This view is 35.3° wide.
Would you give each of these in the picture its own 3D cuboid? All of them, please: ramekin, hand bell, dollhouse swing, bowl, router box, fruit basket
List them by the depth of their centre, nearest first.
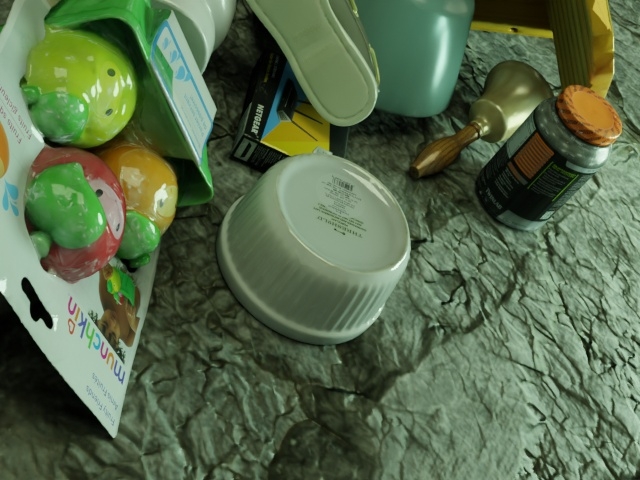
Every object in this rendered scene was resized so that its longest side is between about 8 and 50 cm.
[{"bbox_3d":[-0.199,-0.058,0.900,0.166,0.327,0.353,-10,46,11],"label":"fruit basket"},{"bbox_3d":[0.000,0.000,1.103,0.207,0.109,0.207,18,46,-19],"label":"ramekin"},{"bbox_3d":[-0.031,-0.149,1.256,0.133,0.046,0.178,24,44,-15],"label":"router box"},{"bbox_3d":[0.087,-0.329,1.374,0.312,0.163,0.311,23,35,-17],"label":"bowl"},{"bbox_3d":[0.205,-0.147,1.394,0.242,0.126,0.126,-33,76,-33],"label":"hand bell"},{"bbox_3d":[0.257,-0.343,1.433,0.315,0.347,0.304,8,77,9],"label":"dollhouse swing"}]

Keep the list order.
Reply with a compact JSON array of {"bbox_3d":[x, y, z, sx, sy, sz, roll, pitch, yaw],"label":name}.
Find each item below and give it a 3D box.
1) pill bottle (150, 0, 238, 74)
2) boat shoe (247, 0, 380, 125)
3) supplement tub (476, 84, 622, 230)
[{"bbox_3d":[-0.176,-0.316,1.222,0.160,0.160,0.283,24,44,-14],"label":"pill bottle"},{"bbox_3d":[-0.017,-0.285,1.221,0.305,0.109,0.091,64,17,-9],"label":"boat shoe"},{"bbox_3d":[0.304,-0.110,1.339,0.117,0.190,0.117,19,46,-20],"label":"supplement tub"}]
